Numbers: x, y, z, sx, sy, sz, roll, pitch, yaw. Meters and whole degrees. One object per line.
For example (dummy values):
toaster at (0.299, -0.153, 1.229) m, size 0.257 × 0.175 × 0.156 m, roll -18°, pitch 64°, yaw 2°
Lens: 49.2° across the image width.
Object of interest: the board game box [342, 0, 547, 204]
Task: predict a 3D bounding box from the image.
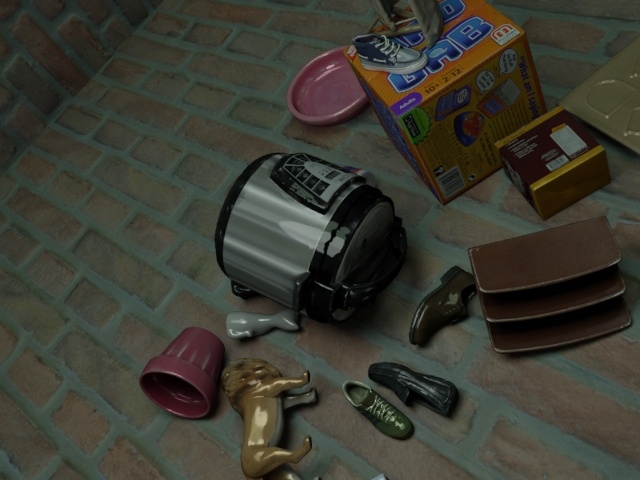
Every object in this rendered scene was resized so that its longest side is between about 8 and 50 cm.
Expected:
board game box at (0.339, -0.396, 1.865) m, size 0.356 × 0.356 × 0.356 m, roll -33°, pitch 46°, yaw 4°

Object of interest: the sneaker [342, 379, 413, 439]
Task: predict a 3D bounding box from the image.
sneaker at (0.121, 0.381, 1.594) m, size 0.192 × 0.086 × 0.064 m, roll 29°, pitch 74°, yaw 40°

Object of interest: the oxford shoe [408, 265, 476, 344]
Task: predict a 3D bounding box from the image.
oxford shoe at (0.295, 0.164, 1.662) m, size 0.096 × 0.083 × 0.227 m, roll 31°, pitch 76°, yaw 39°

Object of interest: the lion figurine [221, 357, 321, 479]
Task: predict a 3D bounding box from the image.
lion figurine at (-0.129, 0.440, 1.648) m, size 0.240 × 0.142 × 0.392 m, roll -11°, pitch 46°, yaw 9°

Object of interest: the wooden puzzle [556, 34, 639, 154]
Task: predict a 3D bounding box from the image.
wooden puzzle at (0.830, -0.363, 1.761) m, size 0.322 × 0.080 × 0.348 m, roll -39°, pitch 42°, yaw -2°

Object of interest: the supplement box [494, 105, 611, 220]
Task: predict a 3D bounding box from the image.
supplement box at (0.574, -0.194, 1.737) m, size 0.191 × 0.129 × 0.194 m, roll -31°, pitch 47°, yaw 7°

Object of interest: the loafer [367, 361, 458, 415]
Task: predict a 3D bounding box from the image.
loafer at (0.201, 0.336, 1.590) m, size 0.223 × 0.076 × 0.078 m, roll 13°, pitch 56°, yaw 31°

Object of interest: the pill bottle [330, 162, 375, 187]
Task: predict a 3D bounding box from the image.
pill bottle at (0.053, -0.166, 2.026) m, size 0.193 × 0.108 × 0.108 m, roll 15°, pitch 65°, yaw 37°

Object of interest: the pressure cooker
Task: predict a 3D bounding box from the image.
pressure cooker at (0.000, 0.004, 1.739) m, size 0.420 × 0.375 × 0.370 m, roll 24°, pitch 82°, yaw 22°

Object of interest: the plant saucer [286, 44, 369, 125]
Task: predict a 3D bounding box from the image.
plant saucer at (0.051, -0.495, 2.290) m, size 0.332 × 0.084 × 0.332 m, roll -16°, pitch 50°, yaw 20°

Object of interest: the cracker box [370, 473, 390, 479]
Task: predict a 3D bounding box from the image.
cracker box at (0.116, 0.623, 1.431) m, size 0.155 × 0.067 × 0.232 m, roll -30°, pitch 48°, yaw 5°

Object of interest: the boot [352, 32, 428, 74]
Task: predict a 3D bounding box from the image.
boot at (0.166, -0.460, 1.706) m, size 0.190 × 0.086 × 0.069 m, roll 10°, pitch 62°, yaw 36°

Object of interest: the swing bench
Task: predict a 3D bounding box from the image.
swing bench at (0.165, -0.624, 1.718) m, size 0.254 × 0.253 × 0.165 m, roll 14°, pitch 63°, yaw 37°

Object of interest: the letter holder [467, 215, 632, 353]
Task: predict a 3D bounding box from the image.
letter holder at (0.498, 0.106, 1.518) m, size 0.301 × 0.152 × 0.214 m, roll -14°, pitch 53°, yaw 10°

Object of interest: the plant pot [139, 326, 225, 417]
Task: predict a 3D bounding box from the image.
plant pot at (-0.344, 0.335, 1.835) m, size 0.201 × 0.201 × 0.180 m, roll -3°, pitch 41°, yaw 28°

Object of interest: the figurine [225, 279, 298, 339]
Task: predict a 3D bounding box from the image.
figurine at (-0.142, 0.168, 1.908) m, size 0.209 × 0.092 × 0.215 m, roll -10°, pitch 53°, yaw 18°
